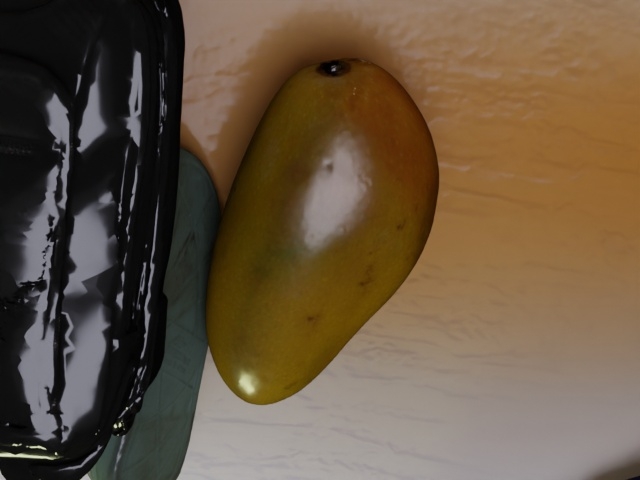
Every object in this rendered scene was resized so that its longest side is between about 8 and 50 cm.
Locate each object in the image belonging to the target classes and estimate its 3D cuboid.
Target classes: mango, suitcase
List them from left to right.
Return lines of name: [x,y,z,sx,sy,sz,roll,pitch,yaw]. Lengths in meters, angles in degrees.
suitcase: [-0.258,-0.039,1.155,0.345,0.188,0.339,7,100,8]
mango: [0.000,0.000,1.271,0.138,0.113,0.253,9,112,-30]

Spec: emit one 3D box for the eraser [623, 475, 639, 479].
eraser: [0.293,0.219,1.368,0.279,0.124,0.081,-21,125,14]

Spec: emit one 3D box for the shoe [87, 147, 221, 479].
shoe: [-0.135,0.054,1.299,0.100,0.103,0.251,13,103,29]
